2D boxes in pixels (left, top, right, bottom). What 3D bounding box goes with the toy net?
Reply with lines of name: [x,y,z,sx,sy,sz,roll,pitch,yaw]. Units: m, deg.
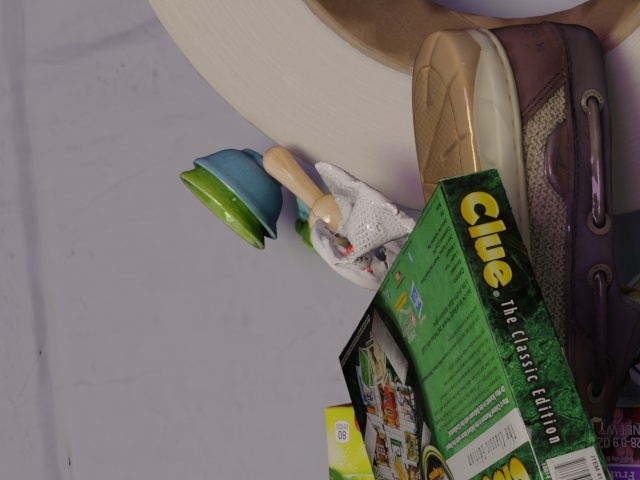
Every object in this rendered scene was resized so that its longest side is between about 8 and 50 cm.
toy net: [0.000,0.000,0.648,0.045,0.122,0.232,-46,23,-9]

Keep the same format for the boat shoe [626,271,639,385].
boat shoe: [0.271,0.022,0.507,0.302,0.094,0.109,-7,67,31]

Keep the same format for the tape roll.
tape roll: [0.074,-0.178,0.539,0.392,0.072,0.392,15,134,16]

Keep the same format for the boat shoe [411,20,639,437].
boat shoe: [0.110,0.038,0.540,0.092,0.103,0.285,-12,100,-7]

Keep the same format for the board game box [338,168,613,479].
board game box: [0.057,0.080,0.528,0.260,0.030,0.136,111,146,-69]

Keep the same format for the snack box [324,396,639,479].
snack box: [0.108,0.177,0.651,0.207,0.070,0.174,-5,86,36]
